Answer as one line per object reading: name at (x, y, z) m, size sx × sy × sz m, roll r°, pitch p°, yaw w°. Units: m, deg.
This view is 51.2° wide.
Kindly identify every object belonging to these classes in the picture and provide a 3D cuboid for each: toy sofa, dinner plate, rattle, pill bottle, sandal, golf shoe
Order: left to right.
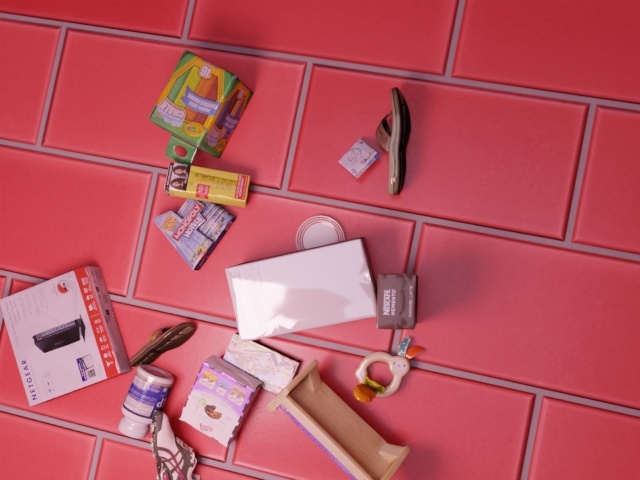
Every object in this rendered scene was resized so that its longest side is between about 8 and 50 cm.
pill bottle at (-0.502, 0.460, 1.907) m, size 0.112 × 0.112 × 0.187 m, roll 23°, pitch 90°, yaw 10°
sandal at (-0.466, 0.293, 1.939) m, size 0.219 × 0.090 × 0.060 m, roll -35°, pitch 59°, yaw 12°
golf shoe at (-0.410, 0.585, 1.868) m, size 0.120 × 0.105 × 0.273 m, roll -9°, pitch 113°, yaw -11°
dinner plate at (0.000, 0.000, 1.905) m, size 0.141 × 0.017 × 0.141 m, roll -1°, pitch 85°, yaw 9°
toy sofa at (0.037, 0.510, 1.756) m, size 0.362 × 0.150 × 0.177 m, roll 42°, pitch 131°, yaw 10°
rattle at (0.181, 0.341, 1.793) m, size 0.199 × 0.143 × 0.130 m, roll -32°, pitch 63°, yaw 12°
sandal at (0.192, -0.277, 1.848) m, size 0.086 × 0.120 × 0.303 m, roll 4°, pitch 87°, yaw 22°

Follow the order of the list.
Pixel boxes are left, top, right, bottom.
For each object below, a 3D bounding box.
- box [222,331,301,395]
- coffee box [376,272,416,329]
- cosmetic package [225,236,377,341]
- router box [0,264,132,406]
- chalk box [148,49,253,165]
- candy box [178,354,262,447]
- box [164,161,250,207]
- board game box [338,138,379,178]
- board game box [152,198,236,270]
box at (-0.171, 0.354, 1.897) m, size 0.207 × 0.036 × 0.114 m, roll 22°, pitch 90°, yaw 10°
coffee box at (0.204, 0.156, 1.743) m, size 0.098 × 0.246 × 0.141 m, roll 1°, pitch 86°, yaw 9°
cosmetic package at (-0.043, 0.131, 1.825) m, size 0.385 × 0.156 × 0.217 m, roll -10°, pitch 91°, yaw 7°
router box at (-0.754, 0.281, 1.976) m, size 0.301 × 0.082 × 0.335 m, roll -21°, pitch 83°, yaw 7°
chalk box at (-0.352, -0.356, 1.909) m, size 0.180 × 0.179 × 0.289 m, roll 28°, pitch 91°, yaw 11°
candy box at (-0.281, 0.449, 1.872) m, size 0.165 × 0.070 × 0.196 m, roll 28°, pitch 104°, yaw 9°
box at (-0.323, -0.158, 1.914) m, size 0.232 × 0.058 × 0.087 m, roll 10°, pitch 73°, yaw -6°
board game box at (0.107, -0.230, 1.881) m, size 0.090 × 0.020 × 0.090 m, roll -45°, pitch 47°, yaw 3°
board game box at (-0.381, -0.046, 1.951) m, size 0.194 × 0.060 × 0.194 m, roll 36°, pitch 92°, yaw 9°
